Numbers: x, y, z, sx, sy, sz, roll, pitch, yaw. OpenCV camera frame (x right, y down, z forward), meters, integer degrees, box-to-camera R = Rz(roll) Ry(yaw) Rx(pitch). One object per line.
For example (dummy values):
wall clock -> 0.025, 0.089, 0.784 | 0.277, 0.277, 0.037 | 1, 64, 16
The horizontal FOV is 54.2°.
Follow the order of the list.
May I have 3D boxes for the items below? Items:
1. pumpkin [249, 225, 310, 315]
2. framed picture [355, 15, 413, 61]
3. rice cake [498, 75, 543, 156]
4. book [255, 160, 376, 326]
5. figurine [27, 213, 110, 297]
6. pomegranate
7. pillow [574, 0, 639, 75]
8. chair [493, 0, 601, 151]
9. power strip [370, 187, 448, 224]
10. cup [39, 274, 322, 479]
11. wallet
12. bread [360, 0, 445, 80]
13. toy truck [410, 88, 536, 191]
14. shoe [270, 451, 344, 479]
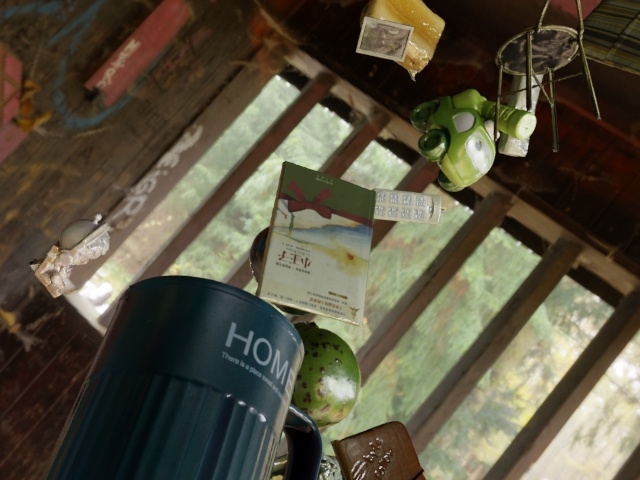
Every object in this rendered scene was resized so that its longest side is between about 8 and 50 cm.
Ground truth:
pumpkin -> -0.058, 0.058, 1.343 | 0.212, 0.152, 0.211 | 23, -51, 32
framed picture -> 0.112, -0.353, 1.097 | 0.089, 0.066, 0.006 | 10, 37, -7
rice cake -> 0.419, -0.298, 1.287 | 0.057, 0.256, 0.052 | 12, 0, 2
book -> 0.000, 0.000, 1.133 | 0.201, 0.289, 0.026 | 18, -31, -18
figurine -> -0.643, 0.033, 1.656 | 0.141, 0.237, 0.162 | 45, 2, -13
pomegranate -> -0.032, 0.309, 1.345 | 0.255, 0.270, 0.254 | 2, -12, 0
pillow -> 0.670, -0.455, 1.361 | 0.208, 0.212, 0.052 | 33, -19, 34
chair -> 0.390, -0.338, 1.099 | 0.160, 0.325, 0.170 | 5, -18, -11
power strip -> 0.225, -0.088, 1.620 | 0.227, 0.079, 0.029 | 5, -1, -10
cup -> -0.157, 0.246, 0.722 | 0.242, 0.292, 0.307 | -3, -45, 18
wallet -> 0.083, 0.296, 0.695 | 0.026, 0.095, 0.176 | 119, -46, -62
bread -> 0.154, -0.413, 1.215 | 0.173, 0.134, 0.085 | 35, -24, -22
toy truck -> 0.288, -0.217, 1.225 | 0.148, 0.211, 0.187 | 45, 12, -41
shoe -> 0.013, 0.419, 1.098 | 0.149, 0.293, 0.109 | 103, -23, -44
